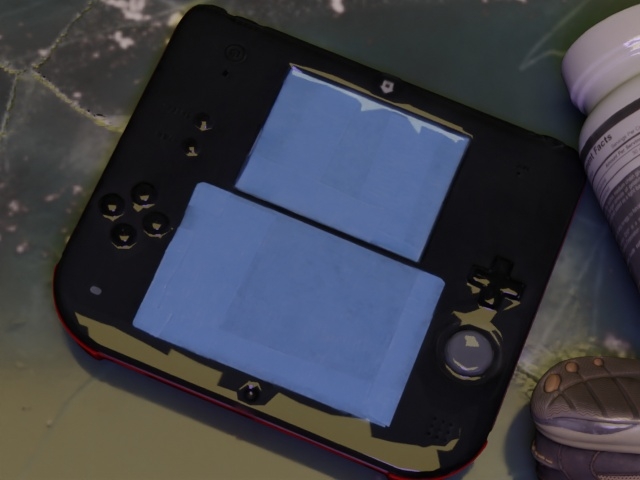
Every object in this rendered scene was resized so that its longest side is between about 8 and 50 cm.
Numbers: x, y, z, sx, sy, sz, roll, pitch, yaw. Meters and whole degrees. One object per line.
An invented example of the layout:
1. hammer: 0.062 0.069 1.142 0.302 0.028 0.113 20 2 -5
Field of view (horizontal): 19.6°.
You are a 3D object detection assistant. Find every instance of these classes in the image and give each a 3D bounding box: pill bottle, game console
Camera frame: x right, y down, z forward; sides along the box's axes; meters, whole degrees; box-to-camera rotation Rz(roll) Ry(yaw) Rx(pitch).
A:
1. pill bottle: 0.312 -0.053 1.557 0.162 0.162 0.278 -16 66 -9
2. game console: 0.000 0.000 1.581 0.387 0.060 0.342 22 72 4

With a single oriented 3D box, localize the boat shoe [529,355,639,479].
1. boat shoe: 0.345 0.184 1.508 0.355 0.130 0.132 9 27 10
